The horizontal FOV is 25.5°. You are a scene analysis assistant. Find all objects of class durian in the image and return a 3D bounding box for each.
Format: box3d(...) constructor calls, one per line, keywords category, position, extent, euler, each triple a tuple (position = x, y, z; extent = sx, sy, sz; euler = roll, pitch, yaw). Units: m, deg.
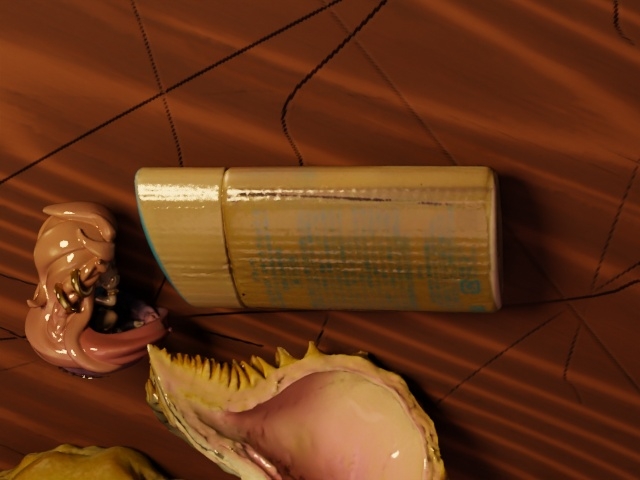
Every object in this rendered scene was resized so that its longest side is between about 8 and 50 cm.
box3d(category="durian", position=(-0.038, 0.186, 1.245), extent=(0.305, 0.185, 0.195), euler=(30, 149, -8))

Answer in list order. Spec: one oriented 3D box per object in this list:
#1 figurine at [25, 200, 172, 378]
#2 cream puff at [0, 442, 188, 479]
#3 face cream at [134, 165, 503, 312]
box3d(category="figurine", position=(-0.199, 0.045, 1.176), extent=(0.114, 0.126, 0.157), euler=(-30, 126, -8))
box3d(category="cream puff", position=(-0.229, 0.376, 1.375), extent=(0.291, 0.257, 0.324), euler=(1, 130, 6))
box3d(category="face cream", position=(0.000, 0.000, 1.124), extent=(0.285, 0.067, 0.139), euler=(0, 129, 11))
